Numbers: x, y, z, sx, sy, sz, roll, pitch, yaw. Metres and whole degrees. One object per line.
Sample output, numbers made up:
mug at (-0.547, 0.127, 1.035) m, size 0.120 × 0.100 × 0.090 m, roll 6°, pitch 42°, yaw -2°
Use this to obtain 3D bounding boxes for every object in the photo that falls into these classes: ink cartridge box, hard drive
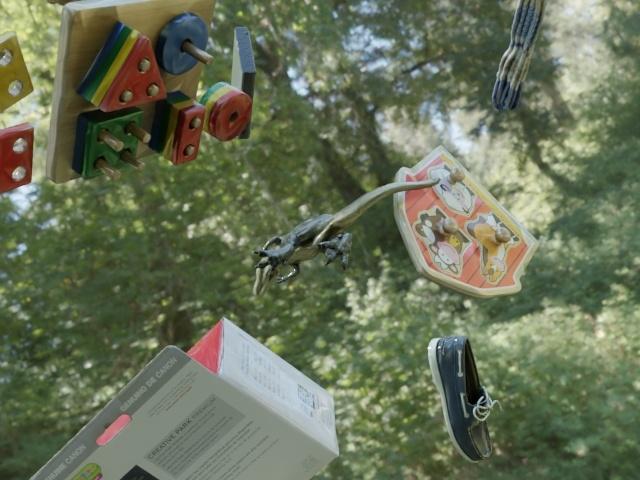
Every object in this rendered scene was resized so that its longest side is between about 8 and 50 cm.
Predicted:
ink cartridge box at (-0.180, 0.264, 1.132) m, size 0.309 × 0.272 × 0.130 m, roll -43°, pitch 23°, yaw 18°
hard drive at (-0.113, -0.227, 1.240) m, size 0.022 × 0.094 × 0.135 m, roll -3°, pitch -35°, yaw -12°

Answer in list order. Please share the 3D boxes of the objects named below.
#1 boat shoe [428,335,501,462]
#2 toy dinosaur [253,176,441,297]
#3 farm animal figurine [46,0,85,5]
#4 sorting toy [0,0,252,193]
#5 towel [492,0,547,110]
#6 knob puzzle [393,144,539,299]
boat shoe at (0.272, 0.290, 1.559) m, size 0.079 × 0.254 × 0.095 m, roll -12°, pitch 9°, yaw 33°
toy dinosaur at (0.000, 0.000, 0.936) m, size 0.268 × 0.064 × 0.118 m, roll -28°, pitch 8°, yaw 29°
farm animal figurine at (-0.309, -0.379, 1.022) m, size 0.172 × 0.330 × 0.326 m, roll -34°, pitch -19°, yaw -18°
sorting toy at (-0.129, -0.103, 0.606) m, size 0.275 × 0.046 × 0.132 m, roll -27°, pitch -37°, yaw -48°
towel at (0.230, -0.287, 0.903) m, size 0.034 × 0.209 × 0.285 m, roll 14°, pitch -18°, yaw 10°
knob puzzle at (0.160, -0.015, 0.958) m, size 0.213 × 0.213 × 0.030 m, roll -13°, pitch -23°, yaw -43°
